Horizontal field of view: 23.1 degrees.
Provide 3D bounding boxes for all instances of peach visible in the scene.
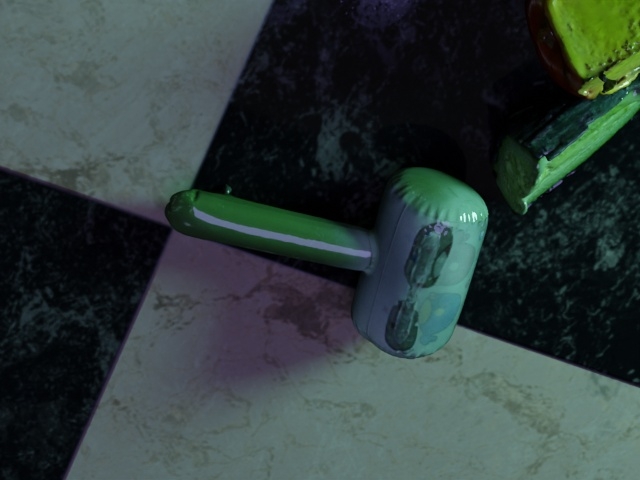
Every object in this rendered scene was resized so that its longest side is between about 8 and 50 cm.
[{"bbox_3d":[0.322,-0.256,1.533,0.267,0.159,0.154,-33,85,0],"label":"peach"}]

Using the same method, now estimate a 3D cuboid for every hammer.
[{"bbox_3d":[0.000,0.000,1.667,0.336,0.119,0.206,13,115,-5],"label":"hammer"}]

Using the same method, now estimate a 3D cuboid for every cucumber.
[{"bbox_3d":[0.256,-0.118,1.643,0.193,0.085,0.115,-34,160,10],"label":"cucumber"}]
